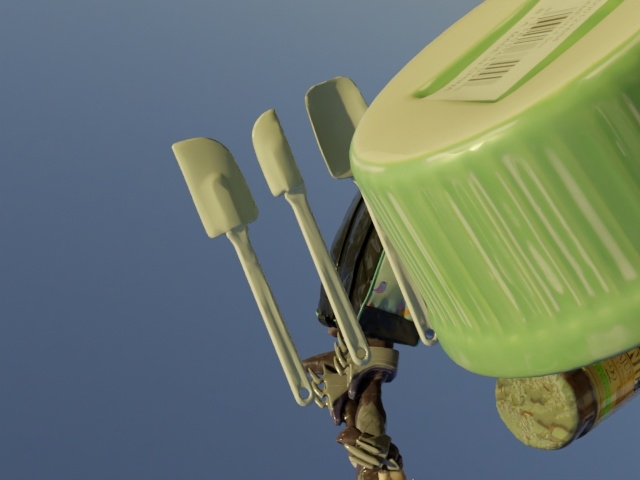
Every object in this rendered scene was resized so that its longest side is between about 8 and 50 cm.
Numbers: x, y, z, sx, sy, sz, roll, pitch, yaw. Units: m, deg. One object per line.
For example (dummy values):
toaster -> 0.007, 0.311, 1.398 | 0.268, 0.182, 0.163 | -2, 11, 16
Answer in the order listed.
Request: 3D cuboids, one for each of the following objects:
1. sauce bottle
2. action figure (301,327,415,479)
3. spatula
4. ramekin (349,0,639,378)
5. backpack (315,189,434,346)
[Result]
sauce bottle -> 0.328, 0.115, 1.674 | 0.111, 0.111, 0.344 | 31, -142, 28
action figure -> 0.050, 0.229, 1.640 | 0.099, 0.185, 0.285 | 0, -128, -14
spatula -> 0.000, 0.000, 1.266 | 0.168, 0.242, 0.019 | -23, 179, -15
ramekin -> 0.164, -0.069, 0.943 | 0.148, 0.303, 0.303 | 54, -171, -17
backpack -> 0.088, 0.012, 1.600 | 0.144, 0.188, 0.166 | 11, 179, -13
